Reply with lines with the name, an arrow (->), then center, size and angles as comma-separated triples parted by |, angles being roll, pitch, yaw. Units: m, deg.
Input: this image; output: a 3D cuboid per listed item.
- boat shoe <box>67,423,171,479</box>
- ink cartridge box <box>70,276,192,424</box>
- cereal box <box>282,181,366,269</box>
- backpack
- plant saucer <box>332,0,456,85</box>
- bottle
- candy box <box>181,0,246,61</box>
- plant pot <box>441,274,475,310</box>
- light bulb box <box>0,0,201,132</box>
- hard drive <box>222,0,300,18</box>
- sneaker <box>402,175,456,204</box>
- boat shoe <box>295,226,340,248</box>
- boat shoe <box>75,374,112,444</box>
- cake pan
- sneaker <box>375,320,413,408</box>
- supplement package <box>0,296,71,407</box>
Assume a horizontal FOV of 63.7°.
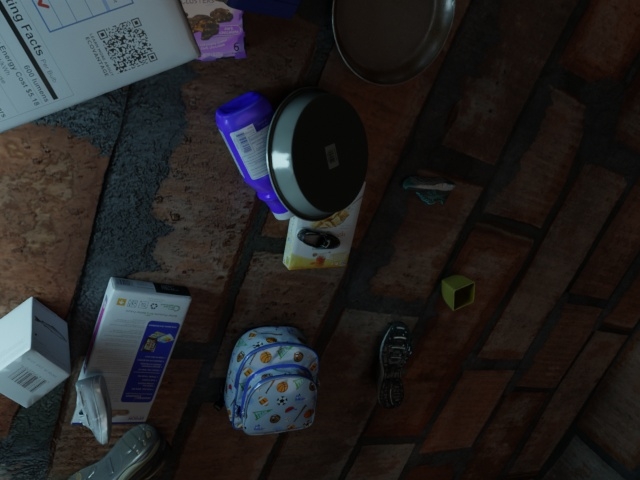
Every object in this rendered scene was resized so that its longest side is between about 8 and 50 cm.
boat shoe -> -0.530, 0.629, 1.311 | 0.355, 0.132, 0.130 | -38, 128, -4
ink cartridge box -> -0.443, 0.265, 1.195 | 0.176, 0.069, 0.370 | 13, 108, -33
cereal box -> 0.008, -0.044, 1.281 | 0.173, 0.047, 0.240 | -3, 118, -28
backpack -> -0.123, 0.361, 1.349 | 0.277, 0.213, 0.263 | -2, 107, -25
plant saucer -> 0.154, -0.495, 1.108 | 0.311, 0.050, 0.310 | -13, 122, -22
bottle -> -0.119, -0.172, 1.110 | 0.118, 0.092, 0.282 | -32, 127, -10
candy box -> -0.226, -0.427, 0.920 | 0.165, 0.070, 0.196 | -13, 122, -22
plant pot -> 0.420, 0.153, 1.598 | 0.081, 0.083, 0.081 | -19, 123, -18
light bulb box -> -0.405, -0.375, 0.707 | 0.361, 0.225, 0.357 | -22, 122, -5
hard drive -> -0.032, -0.532, 0.858 | 0.318, 0.040, 0.210 | -53, 169, 30
sneaker -> 0.288, -0.129, 1.383 | 0.167, 0.065, 0.076 | 1, 120, -28
boat shoe -> 0.000, 0.000, 1.245 | 0.125, 0.038, 0.046 | 20, 106, -34
boat shoe -> -0.509, 0.384, 1.154 | 0.063, 0.066, 0.184 | -3, 121, -11
cake pan -> 0.008, -0.185, 1.116 | 0.293, 0.054, 0.292 | -8, 101, -47
sneaker -> 0.217, 0.382, 1.618 | 0.100, 0.108, 0.271 | 8, 98, -13
supplement package -> -0.576, 0.217, 1.020 | 0.105, 0.179, 0.105 | -38, 128, -5
